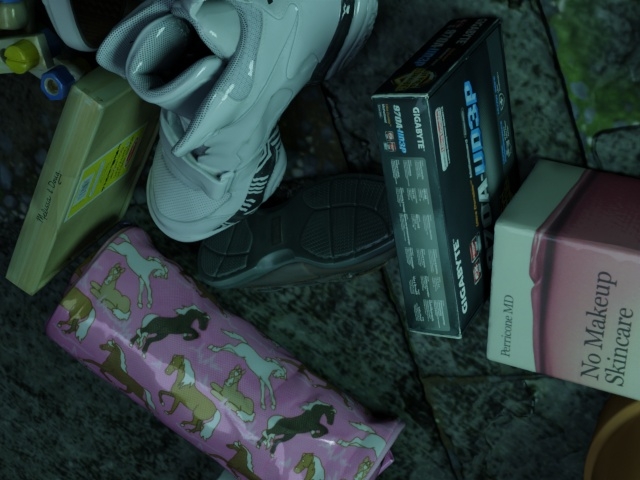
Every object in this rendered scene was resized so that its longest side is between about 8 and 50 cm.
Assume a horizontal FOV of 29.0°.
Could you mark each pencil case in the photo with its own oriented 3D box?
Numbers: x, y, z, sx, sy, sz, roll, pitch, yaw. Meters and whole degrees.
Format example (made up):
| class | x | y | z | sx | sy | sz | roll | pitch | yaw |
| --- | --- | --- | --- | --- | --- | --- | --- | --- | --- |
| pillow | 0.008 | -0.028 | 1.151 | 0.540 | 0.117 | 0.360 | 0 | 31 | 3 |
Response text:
| class | x | y | z | sx | sy | sz | roll | pitch | yaw |
| --- | --- | --- | --- | --- | --- | --- | --- | --- | --- |
| pencil case | -0.098 | 0.147 | 1.300 | 0.386 | 0.167 | 0.160 | 36 | 142 | 5 |

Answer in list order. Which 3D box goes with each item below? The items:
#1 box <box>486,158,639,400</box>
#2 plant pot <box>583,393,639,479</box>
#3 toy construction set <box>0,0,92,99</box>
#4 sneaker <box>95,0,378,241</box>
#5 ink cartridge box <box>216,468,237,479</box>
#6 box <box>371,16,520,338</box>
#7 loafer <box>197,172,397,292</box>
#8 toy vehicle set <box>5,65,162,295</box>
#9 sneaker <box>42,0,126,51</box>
| class | x | y | z | sx | sy | sz | roll | pitch | yaw |
| --- | --- | --- | --- | --- | --- | --- | --- | --- | --- |
| box | 0.271 | 0.041 | 1.044 | 0.232 | 0.127 | 0.148 | 13 | 125 | 23 |
| plant pot | 0.358 | 0.268 | 1.086 | 0.291 | 0.203 | 0.291 | 14 | 124 | 22 |
| toy construction set | -0.397 | -0.250 | 1.253 | 0.328 | 0.151 | 0.215 | 4 | 121 | 16 |
| sneaker | -0.112 | -0.116 | 1.103 | 0.137 | 0.210 | 0.366 | 51 | 130 | 15 |
| ink cartridge box | -0.008 | 0.341 | 1.417 | 0.219 | 0.092 | 0.160 | 13 | 124 | 23 |
| box | 0.114 | -0.056 | 1.044 | 0.051 | 0.175 | 0.220 | 4 | 120 | 28 |
| loafer | 0.000 | 0.000 | 1.220 | 0.267 | 0.096 | 0.084 | -13 | 153 | 36 |
| toy vehicle set | -0.219 | -0.080 | 1.230 | 0.035 | 0.166 | 0.267 | 35 | 130 | 6 |
| sneaker | -0.257 | -0.321 | 1.152 | 0.123 | 0.106 | 0.290 | 3 | 109 | 32 |
